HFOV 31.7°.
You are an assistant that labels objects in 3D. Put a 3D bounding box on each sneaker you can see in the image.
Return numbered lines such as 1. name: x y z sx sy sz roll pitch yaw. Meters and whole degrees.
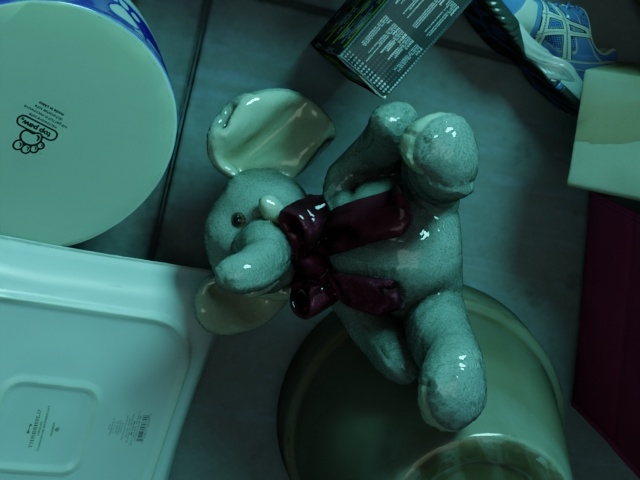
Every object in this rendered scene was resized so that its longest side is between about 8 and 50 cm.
1. sneaker: 0.223 -0.222 1.167 0.211 0.080 0.081 40 89 -24

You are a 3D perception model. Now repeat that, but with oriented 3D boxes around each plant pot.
1. plant pot: 0.124 0.232 1.151 0.323 0.280 0.323 -2 104 -7

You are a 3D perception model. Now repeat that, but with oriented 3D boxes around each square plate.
1. square plate: -0.279 0.172 1.116 0.344 0.049 0.347 11 105 -30

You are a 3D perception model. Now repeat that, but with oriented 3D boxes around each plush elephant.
1. plush elephant: 0.000 0.000 1.058 0.255 0.330 0.272 -4 107 -3

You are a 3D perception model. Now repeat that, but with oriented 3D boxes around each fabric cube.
1. fabric cube: 0.429 0.096 1.169 0.254 0.259 0.258 1 103 -9

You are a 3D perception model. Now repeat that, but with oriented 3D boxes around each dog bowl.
1. dog bowl: -0.271 -0.124 1.054 0.265 0.104 0.265 -11 127 -14

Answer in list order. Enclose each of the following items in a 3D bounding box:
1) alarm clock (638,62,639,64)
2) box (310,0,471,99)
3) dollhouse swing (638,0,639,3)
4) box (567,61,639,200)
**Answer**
1. alarm clock: 0.428 -0.159 1.213 0.192 0.064 0.129 11 102 -7
2. box: 0.109 -0.262 1.064 0.060 0.216 0.270 40 94 -15
3. dollhouse swing: 0.466 -0.373 1.028 0.305 0.347 0.315 -34 105 -10
4. box: 0.415 -0.088 1.087 0.311 0.148 0.121 14 107 27
